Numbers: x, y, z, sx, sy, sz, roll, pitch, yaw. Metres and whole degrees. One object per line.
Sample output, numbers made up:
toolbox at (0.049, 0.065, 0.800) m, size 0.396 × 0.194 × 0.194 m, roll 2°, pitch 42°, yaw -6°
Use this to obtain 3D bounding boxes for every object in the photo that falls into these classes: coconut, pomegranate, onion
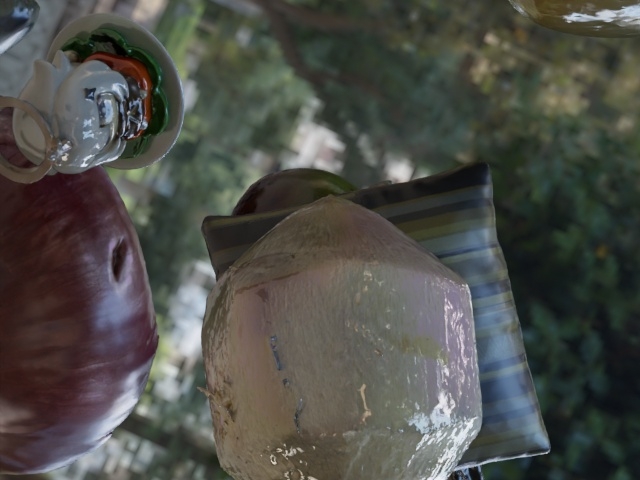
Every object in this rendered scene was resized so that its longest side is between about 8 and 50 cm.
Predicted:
coconut at (0.007, 0.063, 1.123) m, size 0.171 × 0.171 × 0.183 m, roll 128°, pitch -47°, yaw -72°
pomegranate at (-0.006, -0.004, 1.428) m, size 0.159 × 0.129 × 0.129 m, roll -77°, pitch -169°, yaw -47°
onion at (-0.311, 0.049, 1.648) m, size 0.285 × 0.347 × 0.347 m, roll -21°, pitch 147°, yaw -46°

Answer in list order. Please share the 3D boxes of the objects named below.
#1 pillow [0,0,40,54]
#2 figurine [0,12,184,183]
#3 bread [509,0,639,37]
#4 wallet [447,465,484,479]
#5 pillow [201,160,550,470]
pillow at (-0.273, -0.093, 1.100) m, size 0.241 × 0.093 × 0.051 m, roll -23°, pitch -117°, yaw 27°
figurine at (-0.193, -0.094, 1.463) m, size 0.154 × 0.132 × 0.132 m, roll -38°, pitch 159°, yaw -56°
bread at (0.279, -0.278, 1.289) m, size 0.348 × 0.376 × 0.253 m, roll -131°, pitch -156°, yaw -79°
wallet at (0.052, 0.163, 1.752) m, size 0.044 × 0.170 × 0.321 m, roll -22°, pitch -174°, yaw -21°
pillow at (0.040, 0.066, 1.320) m, size 0.052 × 0.208 × 0.212 m, roll 175°, pitch -97°, yaw -79°
